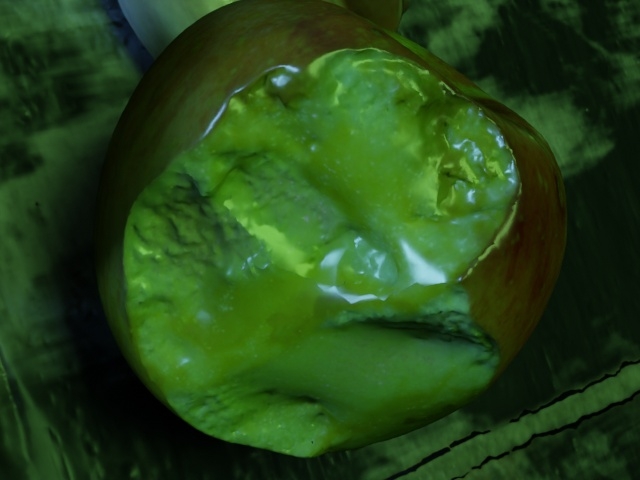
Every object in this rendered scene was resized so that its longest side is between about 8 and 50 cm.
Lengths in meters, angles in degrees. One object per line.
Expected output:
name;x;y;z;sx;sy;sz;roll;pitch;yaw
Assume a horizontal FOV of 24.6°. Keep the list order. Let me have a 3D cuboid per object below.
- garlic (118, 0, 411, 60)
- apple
garlic;-0.034;-0.184;0.896;0.228;0.110;0.217;41;56;-25
apple;0.000;0.000;0.766;0.246;0.246;0.226;24;104;-34
